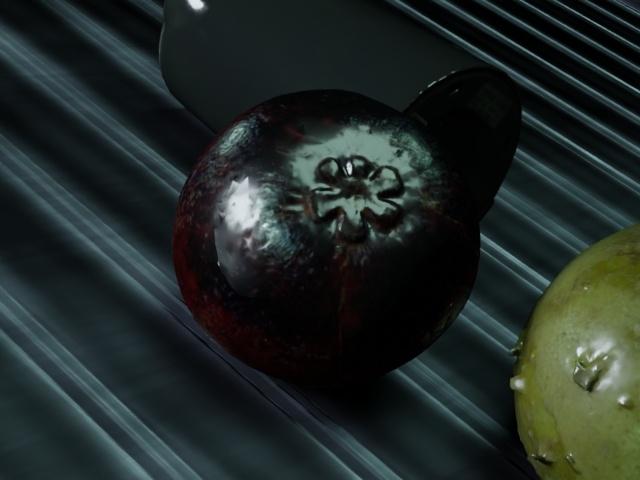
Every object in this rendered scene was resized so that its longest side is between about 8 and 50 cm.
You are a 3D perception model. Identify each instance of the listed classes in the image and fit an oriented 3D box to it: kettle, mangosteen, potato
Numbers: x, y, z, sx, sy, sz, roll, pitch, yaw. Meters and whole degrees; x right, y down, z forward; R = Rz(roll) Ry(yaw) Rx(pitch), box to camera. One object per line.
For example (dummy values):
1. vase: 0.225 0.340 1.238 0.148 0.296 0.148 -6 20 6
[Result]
1. kettle: 0.027 -0.137 1.114 0.262 0.203 0.308 -9 38 -44
2. mangosteen: -0.004 0.003 0.846 0.216 0.216 0.216 18 27 -10
3. potato: 0.290 0.094 0.868 0.269 0.219 0.359 23 23 17
